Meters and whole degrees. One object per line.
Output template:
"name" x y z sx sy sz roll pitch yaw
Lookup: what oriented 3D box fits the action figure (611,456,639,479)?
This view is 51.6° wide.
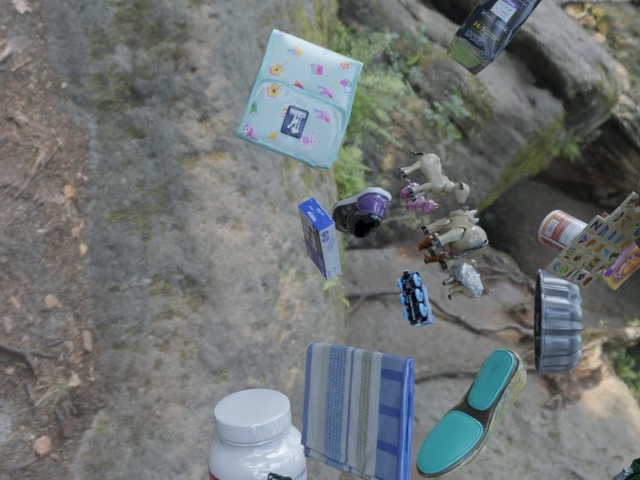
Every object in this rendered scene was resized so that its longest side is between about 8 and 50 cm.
"action figure" 0.502 0.387 1.022 0.064 0.232 0.137 9 42 -36

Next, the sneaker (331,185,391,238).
"sneaker" 0.098 -0.057 1.958 0.107 0.283 0.124 23 66 -16

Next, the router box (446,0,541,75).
"router box" 0.335 -0.423 1.174 0.081 0.243 0.309 38 12 0

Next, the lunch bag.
"lunch bag" -0.047 -0.293 1.434 0.224 0.160 0.262 20 63 -9

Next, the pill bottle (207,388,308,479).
"pill bottle" -0.140 0.567 1.541 0.229 0.229 0.407 -26 116 -55

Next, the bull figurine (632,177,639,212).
"bull figurine" 0.645 -0.164 1.116 0.101 0.310 0.188 43 -2 29

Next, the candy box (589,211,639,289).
"candy box" 0.691 0.029 1.581 0.187 0.109 0.053 37 11 -34

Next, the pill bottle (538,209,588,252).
"pill bottle" 0.806 0.000 2.078 0.121 0.121 0.216 20 13 -46

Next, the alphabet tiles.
"alphabet tiles" 0.617 0.001 1.442 0.198 0.237 0.009 19 27 -42

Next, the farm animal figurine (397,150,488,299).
"farm animal figurine" 0.349 -0.051 1.761 0.326 0.172 0.330 -113 -178 -52

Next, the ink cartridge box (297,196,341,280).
"ink cartridge box" 0.000 0.000 1.578 0.097 0.046 0.207 52 -16 33

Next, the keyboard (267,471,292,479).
"keyboard" -0.066 0.480 1.212 0.180 0.023 0.108 34 32 -52

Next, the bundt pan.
"bundt pan" 0.718 0.252 2.003 0.331 0.124 0.330 2 90 -76

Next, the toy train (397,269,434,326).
"toy train" 0.299 0.184 2.082 0.105 0.080 0.184 25 51 -56

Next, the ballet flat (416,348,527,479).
"ballet flat" 0.351 0.403 1.484 0.123 0.123 0.348 45 76 -27

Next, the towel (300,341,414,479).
"towel" 0.056 0.281 1.098 0.034 0.285 0.209 6 84 -33
